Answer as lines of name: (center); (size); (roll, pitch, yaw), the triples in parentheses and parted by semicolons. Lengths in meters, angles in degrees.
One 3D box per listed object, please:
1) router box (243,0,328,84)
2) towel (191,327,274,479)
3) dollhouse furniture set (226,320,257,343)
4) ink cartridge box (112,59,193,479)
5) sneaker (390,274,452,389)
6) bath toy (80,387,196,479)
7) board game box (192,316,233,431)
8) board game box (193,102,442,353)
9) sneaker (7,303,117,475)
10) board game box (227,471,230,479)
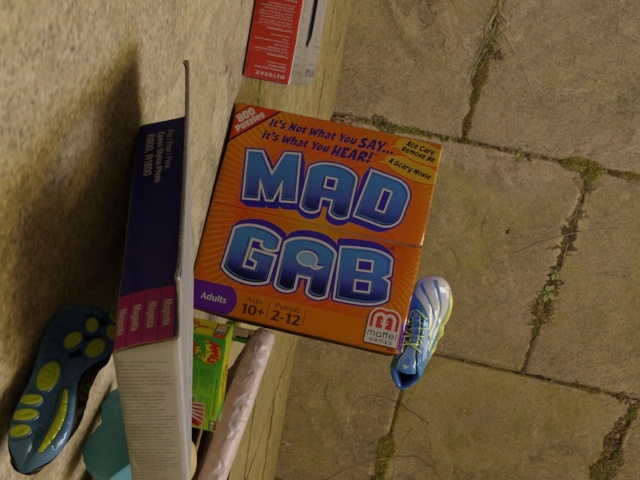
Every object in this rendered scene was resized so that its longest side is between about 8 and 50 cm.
router box: (-0.046, -0.443, 1.497); (0.335, 0.082, 0.301); (-60, 161, -77)
towel: (-0.188, 0.361, 1.558); (0.317, 0.053, 0.331); (126, -17, -61)
dollhouse furniture set: (-0.166, 0.160, 1.757); (0.076, 0.059, 0.151); (-73, 173, -53)
ink cartridge box: (-0.167, 0.037, 0.842); (0.324, 0.072, 0.330); (-98, -170, -46)
sneaker: (0.193, 0.188, 1.558); (0.126, 0.091, 0.240); (-67, 171, -61)
bath toy: (-0.235, 0.352, 1.056); (0.151, 0.129, 0.348); (-18, 132, -31)
board game box: (-0.197, 0.211, 1.287); (0.043, 0.092, 0.181); (-72, 172, -64)
board game box: (0.000, 0.000, 1.491); (0.356, 0.357, 0.356); (73, 30, -82)
sneaker: (-0.244, 0.134, 0.761); (0.078, 0.067, 0.188); (-53, -165, 42)
board game box: (-0.240, 0.571, 1.722); (0.170, 0.048, 0.141); (-85, -165, -67)
